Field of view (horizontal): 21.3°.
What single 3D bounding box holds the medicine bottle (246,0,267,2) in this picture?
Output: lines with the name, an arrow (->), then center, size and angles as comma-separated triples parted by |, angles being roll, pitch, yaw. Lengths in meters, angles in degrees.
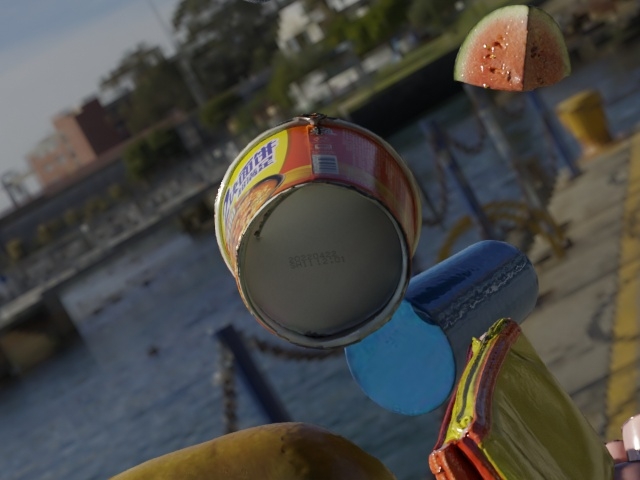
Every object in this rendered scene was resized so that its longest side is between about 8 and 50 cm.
medicine bottle -> -0.048, -0.387, 1.459 | 0.245, 0.306, 0.245 | -33, 9, 6

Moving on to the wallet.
wallet -> 0.129, 0.144, 1.095 | 0.067, 0.141, 0.241 | -35, 4, 17

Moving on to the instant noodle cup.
instant noodle cup -> 0.000, 0.000, 1.624 | 0.213, 0.213, 0.174 | -29, 14, 6

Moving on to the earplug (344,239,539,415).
earplug -> 0.152, 0.079, 1.860 | 0.132, 0.132, 0.273 | -25, 3, 37

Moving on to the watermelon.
watermelon -> 0.220, -0.202, 1.975 | 0.135, 0.125, 0.094 | -23, 52, 18

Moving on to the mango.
mango -> -0.083, 0.308, 1.719 | 0.364, 0.253, 0.182 | 1, -28, 8

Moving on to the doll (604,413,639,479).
doll -> 0.357, 0.313, 1.683 | 0.216, 0.268, 0.284 | 9, -35, -16
